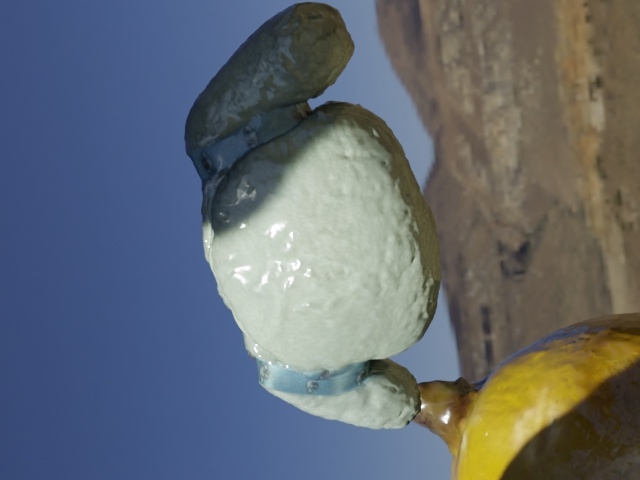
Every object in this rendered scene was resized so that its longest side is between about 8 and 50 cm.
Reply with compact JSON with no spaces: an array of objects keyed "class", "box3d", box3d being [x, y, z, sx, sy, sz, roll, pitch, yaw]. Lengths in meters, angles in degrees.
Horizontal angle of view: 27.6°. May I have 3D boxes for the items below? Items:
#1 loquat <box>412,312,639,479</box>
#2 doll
[{"class":"loquat","box3d":[0.163,0.137,0.744,0.213,0.246,0.213,-62,-10,-19]},{"class":"doll","box3d":[0.000,0.000,0.588,0.071,0.104,0.214,-116,9,-65]}]
